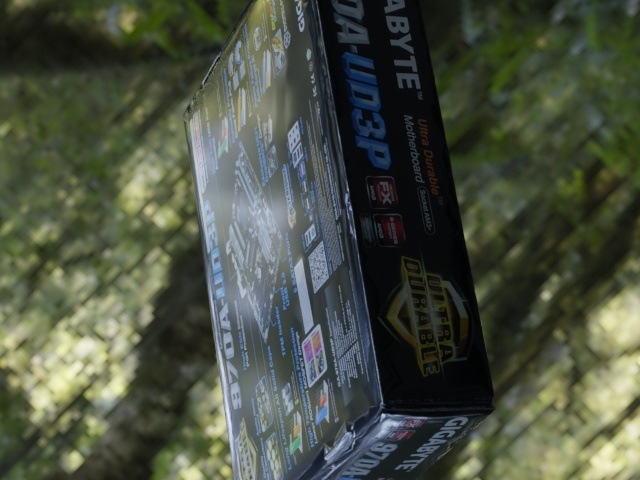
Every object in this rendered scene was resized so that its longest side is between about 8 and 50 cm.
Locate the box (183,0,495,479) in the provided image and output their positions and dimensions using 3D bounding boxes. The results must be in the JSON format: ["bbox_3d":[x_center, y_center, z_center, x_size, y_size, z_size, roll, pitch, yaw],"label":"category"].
[{"bbox_3d":[0.000,0.000,0.820,0.051,0.175,0.220,0,-116,-21],"label":"box"}]
